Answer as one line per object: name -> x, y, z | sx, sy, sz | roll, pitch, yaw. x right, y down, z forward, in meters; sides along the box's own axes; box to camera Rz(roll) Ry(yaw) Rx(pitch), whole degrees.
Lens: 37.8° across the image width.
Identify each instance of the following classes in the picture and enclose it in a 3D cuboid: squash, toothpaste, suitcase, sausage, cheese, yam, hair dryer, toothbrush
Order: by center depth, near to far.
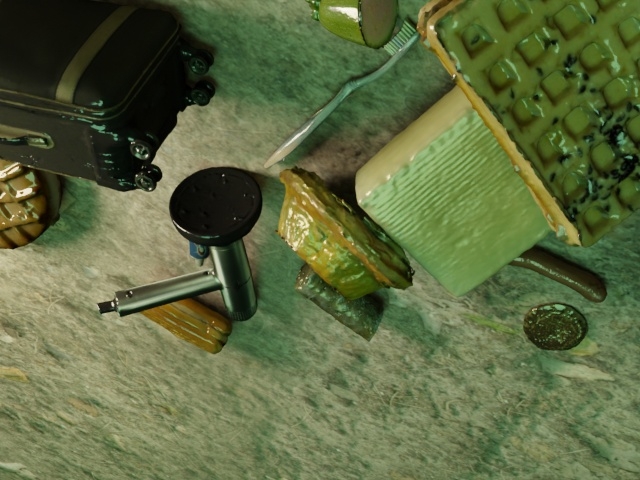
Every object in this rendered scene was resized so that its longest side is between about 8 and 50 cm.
squash -> 0.025, -0.319, 1.289 | 0.132, 0.105, 0.105 | 11, 135, 31
cheese -> 0.222, -0.084, 1.339 | 0.265, 0.124, 0.242 | -40, 107, 21
suitcase -> -0.404, -0.239, 1.388 | 0.434, 0.283, 0.194 | 13, 137, 11
toothbrush -> 0.023, -0.208, 1.421 | 0.037, 0.028, 0.375 | 42, 131, -10
sausage -> 0.375, 0.049, 1.504 | 0.186, 0.043, 0.043 | 24, 134, -2
hair dryer -> -0.235, 0.058, 1.613 | 0.155, 0.284, 0.320 | 51, 151, 35
yam -> 0.038, 0.105, 1.662 | 0.179, 0.078, 0.078 | 38, 133, -13
toothpaste -> -0.219, -0.028, 1.674 | 0.057, 0.035, 0.197 | 2, 131, -3

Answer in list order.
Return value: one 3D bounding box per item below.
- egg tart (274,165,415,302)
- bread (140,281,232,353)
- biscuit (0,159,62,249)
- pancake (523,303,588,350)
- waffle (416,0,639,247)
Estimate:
egg tart -> 0.024, -0.003, 1.450 | 0.288, 0.288, 0.118 | 41, 93, -17
bread -> -0.266, 0.147, 1.801 | 0.200, 0.077, 0.116 | 28, 170, 4
biscuit -> -0.630, -0.122, 1.701 | 0.332, 0.103, 0.332 | 12, 133, 13
pancake -> 0.403, 0.151, 1.604 | 0.115, 0.011, 0.115 | 11, 133, 12
waffle -> 0.316, -0.197, 1.167 | 0.261, 0.114, 0.376 | -37, 111, 1
